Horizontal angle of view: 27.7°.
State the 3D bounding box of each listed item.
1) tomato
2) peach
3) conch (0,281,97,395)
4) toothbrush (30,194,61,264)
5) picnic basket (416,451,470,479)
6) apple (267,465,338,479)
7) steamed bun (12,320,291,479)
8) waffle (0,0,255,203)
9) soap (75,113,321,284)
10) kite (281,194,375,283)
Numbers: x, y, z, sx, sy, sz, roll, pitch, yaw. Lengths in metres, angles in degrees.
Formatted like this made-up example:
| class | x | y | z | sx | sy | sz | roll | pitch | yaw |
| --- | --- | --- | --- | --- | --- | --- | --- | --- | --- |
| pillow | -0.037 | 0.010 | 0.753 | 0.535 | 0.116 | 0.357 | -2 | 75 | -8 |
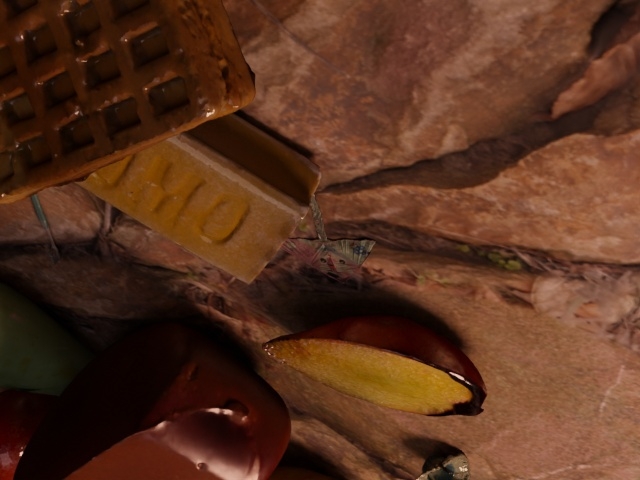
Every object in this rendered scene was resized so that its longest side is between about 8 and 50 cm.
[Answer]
| class | x | y | z | sx | sy | sz | roll | pitch | yaw |
| --- | --- | --- | --- | --- | --- | --- | --- | --- | --- |
| tomato | -0.443 | 0.309 | 1.985 | 0.187 | 0.151 | 0.187 | 11 | 138 | 10 |
| peach | 0.069 | 0.142 | 1.575 | 0.279 | 0.068 | 0.189 | 16 | 150 | 8 |
| conch | -0.419 | 0.153 | 1.830 | 0.143 | 0.137 | 0.251 | -35 | 138 | 20 |
| toothbrush | -0.354 | -0.027 | 1.643 | 0.011 | 0.014 | 0.167 | 19 | 143 | 22 |
| picnic basket | 0.164 | 0.315 | 1.721 | 0.083 | 0.083 | 0.065 | 46 | 159 | 62 |
| apple | -0.049 | 0.473 | 1.847 | 0.299 | 0.299 | 0.275 | 5 | 139 | 23 |
| steamed bun | -0.221 | 0.259 | 1.722 | 0.235 | 0.248 | 0.379 | 37 | 126 | -23 |
| waffle | -0.236 | -0.174 | 1.248 | 0.328 | 0.098 | 0.224 | -17 | 96 | 31 |
| soap | -0.152 | -0.080 | 1.412 | 0.274 | 0.089 | 0.173 | 31 | 139 | -8 |
| kite | 0.000 | 0.000 | 1.492 | 0.137 | 0.005 | 0.152 | -1 | 135 | 28 |
